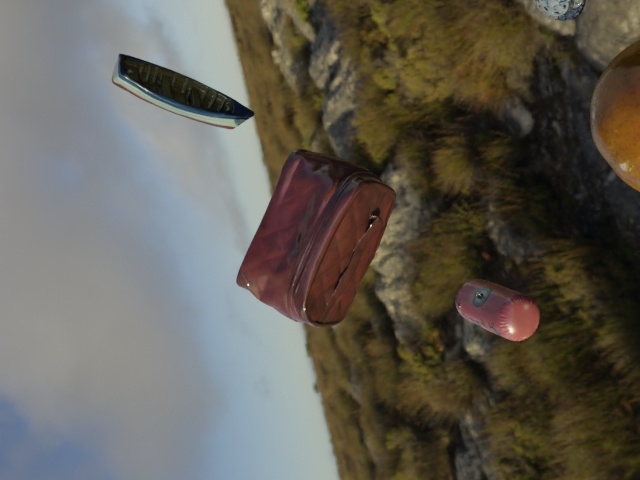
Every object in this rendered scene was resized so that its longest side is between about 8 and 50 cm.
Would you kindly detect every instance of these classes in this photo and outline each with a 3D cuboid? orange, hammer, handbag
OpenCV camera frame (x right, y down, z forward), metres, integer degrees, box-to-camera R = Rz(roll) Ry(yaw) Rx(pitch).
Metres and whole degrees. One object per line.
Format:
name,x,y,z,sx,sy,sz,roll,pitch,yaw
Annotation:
orange,0.320,-0.109,0.665,0.124,0.156,0.156,119,139,-66
hammer,0.143,0.055,0.599,0.083,0.043,0.043,-152,47,-68
handbag,0.000,0.000,0.978,0.146,0.135,0.224,22,-87,-61

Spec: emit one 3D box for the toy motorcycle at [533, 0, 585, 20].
toy motorcycle,0.238,-0.275,0.644,0.114,0.076,0.205,43,157,-5

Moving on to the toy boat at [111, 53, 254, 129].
toy boat,-0.210,-0.222,1.134,0.046,0.229,0.080,-47,42,33
